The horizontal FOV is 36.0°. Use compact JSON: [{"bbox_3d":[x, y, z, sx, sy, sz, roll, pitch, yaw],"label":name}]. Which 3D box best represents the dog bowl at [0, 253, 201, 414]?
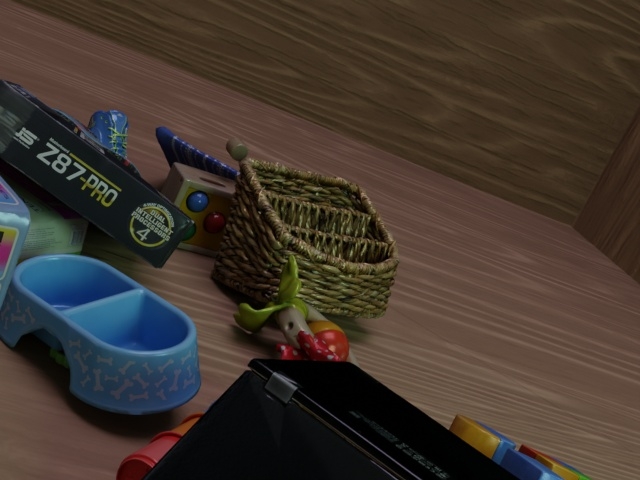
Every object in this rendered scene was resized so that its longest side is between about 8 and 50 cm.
[{"bbox_3d":[-0.269,0.103,1.199,0.297,0.074,0.166,27,27,32],"label":"dog bowl"}]

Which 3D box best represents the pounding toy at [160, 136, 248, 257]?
[{"bbox_3d":[-0.179,-0.078,1.759,0.181,0.206,0.094,17,19,-30],"label":"pounding toy"}]

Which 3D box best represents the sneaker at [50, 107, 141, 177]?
[{"bbox_3d":[-0.398,-0.145,1.744,0.262,0.104,0.125,45,8,-10],"label":"sneaker"}]

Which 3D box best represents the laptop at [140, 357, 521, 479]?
[{"bbox_3d":[0.044,0.313,0.961,0.382,0.236,0.408,33,7,23],"label":"laptop"}]

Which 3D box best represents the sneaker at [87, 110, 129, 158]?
[{"bbox_3d":[-0.407,-0.178,1.871,0.091,0.126,0.240,13,20,-37],"label":"sneaker"}]

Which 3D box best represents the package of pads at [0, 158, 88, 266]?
[{"bbox_3d":[-0.506,-0.054,1.379,0.296,0.101,0.229,31,16,19],"label":"package of pads"}]

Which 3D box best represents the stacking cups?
[{"bbox_3d":[-0.119,0.230,1.129,0.096,0.096,0.316,32,22,21],"label":"stacking cups"}]

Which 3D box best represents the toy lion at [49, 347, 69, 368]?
[{"bbox_3d":[-0.285,0.146,1.221,0.096,0.034,0.100,10,22,-25],"label":"toy lion"}]

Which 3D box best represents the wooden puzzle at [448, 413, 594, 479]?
[{"bbox_3d":[0.286,0.321,1.281,0.348,0.080,0.322,22,1,-17],"label":"wooden puzzle"}]

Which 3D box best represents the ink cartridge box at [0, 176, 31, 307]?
[{"bbox_3d":[-0.482,0.039,0.816,0.395,0.270,0.151,11,17,-42],"label":"ink cartridge box"}]

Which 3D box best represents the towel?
[{"bbox_3d":[-0.168,-0.104,1.959,0.336,0.040,0.243,29,-15,11],"label":"towel"}]

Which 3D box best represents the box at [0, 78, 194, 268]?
[{"bbox_3d":[-0.360,-0.106,1.482,0.318,0.097,0.395,36,-2,-15],"label":"box"}]

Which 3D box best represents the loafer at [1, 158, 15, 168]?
[{"bbox_3d":[-0.563,-0.157,1.628,0.087,0.094,0.251,29,15,24],"label":"loafer"}]

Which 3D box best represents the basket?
[{"bbox_3d":[0.000,0.000,1.687,0.299,0.223,0.213,12,6,-41],"label":"basket"}]

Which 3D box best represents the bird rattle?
[{"bbox_3d":[-0.005,0.149,1.475,0.207,0.143,0.253,33,9,-46],"label":"bird rattle"}]
